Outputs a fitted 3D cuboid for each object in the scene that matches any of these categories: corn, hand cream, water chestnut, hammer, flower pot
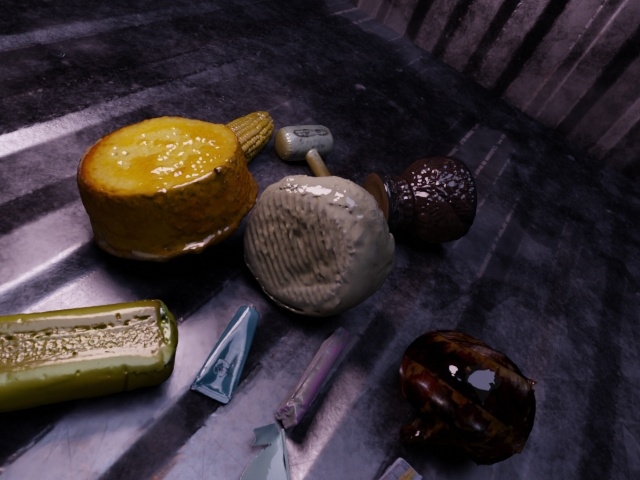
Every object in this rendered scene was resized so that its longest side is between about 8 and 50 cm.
[{"bbox_3d":[-0.241,-0.290,1.336,0.130,0.130,0.347,32,43,5],"label":"corn"},{"bbox_3d":[-0.185,0.224,0.947,0.083,0.048,0.224,25,48,-6],"label":"hand cream"},{"bbox_3d":[0.281,0.332,0.937,0.299,0.300,0.300,14,45,-14],"label":"water chestnut"},{"bbox_3d":[-0.009,-0.238,1.422,0.201,0.113,0.306,-14,62,-31],"label":"hammer"},{"bbox_3d":[0.277,-0.117,1.344,0.266,0.267,0.267,-5,52,-18],"label":"flower pot"}]

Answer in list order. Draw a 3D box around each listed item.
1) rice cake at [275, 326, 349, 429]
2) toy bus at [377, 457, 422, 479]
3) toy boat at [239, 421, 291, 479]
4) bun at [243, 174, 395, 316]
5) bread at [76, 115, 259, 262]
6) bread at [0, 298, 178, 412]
[{"bbox_3d":[-0.009,0.281,0.964,0.049,0.055,0.270,37,42,4],"label":"rice cake"},{"bbox_3d":[0.110,0.485,0.824,0.190,0.064,0.075,-24,57,-39],"label":"toy bus"},{"bbox_3d":[-0.052,0.468,0.761,0.210,0.070,0.292,24,41,-7],"label":"toy boat"},{"bbox_3d":[0.000,0.000,1.035,0.359,0.360,0.211,38,38,11],"label":"bun"},{"bbox_3d":[-0.346,-0.117,1.016,0.397,0.216,0.398,-1,41,1],"label":"bread"},{"bbox_3d":[-0.443,0.202,0.786,0.383,0.112,0.166,-3,54,-28],"label":"bread"}]
